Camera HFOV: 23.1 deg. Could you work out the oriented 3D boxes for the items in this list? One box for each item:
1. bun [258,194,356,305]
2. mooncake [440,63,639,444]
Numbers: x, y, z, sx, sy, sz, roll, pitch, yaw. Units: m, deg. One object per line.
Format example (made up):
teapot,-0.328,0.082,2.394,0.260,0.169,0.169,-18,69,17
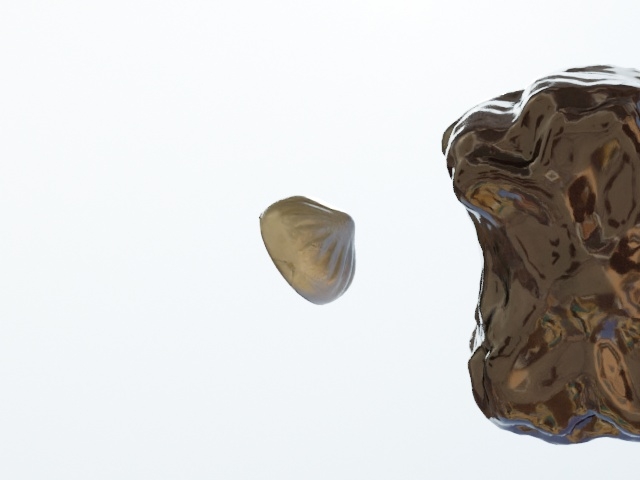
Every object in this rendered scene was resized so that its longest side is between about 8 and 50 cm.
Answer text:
bun,0.000,0.000,1.809,0.094,0.138,0.138,-34,-142,16
mooncake,0.288,0.016,1.551,0.350,0.381,0.212,-15,-172,13
